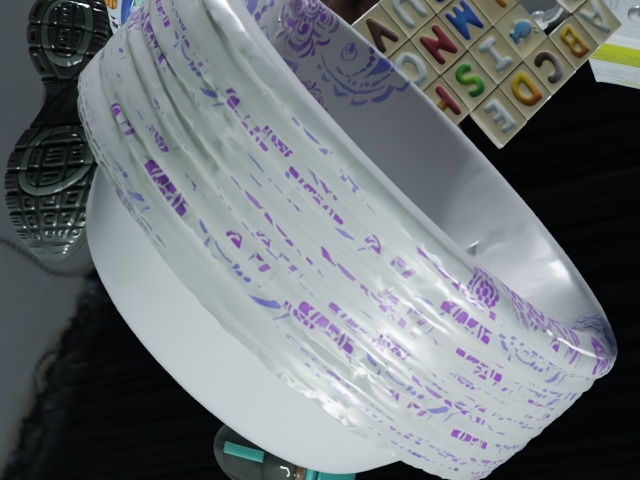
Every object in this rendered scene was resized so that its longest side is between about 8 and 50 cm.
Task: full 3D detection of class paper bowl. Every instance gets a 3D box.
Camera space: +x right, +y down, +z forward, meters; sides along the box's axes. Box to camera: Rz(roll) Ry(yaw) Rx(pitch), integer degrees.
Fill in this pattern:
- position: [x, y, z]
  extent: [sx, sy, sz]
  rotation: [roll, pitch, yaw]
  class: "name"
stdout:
- position: [0.000, 0.000, 0.682]
  extent: [0.284, 0.148, 0.284]
  rotation: [41, 14, -13]
  class: "paper bowl"

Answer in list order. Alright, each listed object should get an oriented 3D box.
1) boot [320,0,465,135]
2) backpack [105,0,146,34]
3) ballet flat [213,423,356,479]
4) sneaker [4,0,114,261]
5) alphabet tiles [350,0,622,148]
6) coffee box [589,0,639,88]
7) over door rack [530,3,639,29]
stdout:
- position: [0.063, -0.186, 1.277]
  extent: [0.248, 0.090, 0.207]
  rotation: [62, -4, -28]
  class: "boot"
- position: [-0.162, -0.346, 1.689]
  extent: [0.276, 0.263, 0.213]
  rotation: [-13, 52, -38]
  class: "backpack"
- position: [-0.029, 0.175, 1.172]
  extent: [0.280, 0.096, 0.095]
  rotation: [56, 44, -75]
  class: "ballet flat"
- position: [-0.249, -0.114, 1.432]
  extent: [0.130, 0.109, 0.286]
  rotation: [61, 35, -73]
  class: "sneaker"
- position: [0.133, -0.197, 1.172]
  extent: [0.198, 0.009, 0.237]
  rotation: [49, 59, -5]
  class: "alphabet tiles"
- position: [0.581, -0.390, 1.979]
  extent: [0.334, 0.338, 0.338]
  rotation: [21, 83, -73]
  class: "coffee box"
- position: [0.206, -0.358, 1.484]
  extent: [0.108, 0.324, 0.240]
  rotation: [63, 36, -70]
  class: "over door rack"
